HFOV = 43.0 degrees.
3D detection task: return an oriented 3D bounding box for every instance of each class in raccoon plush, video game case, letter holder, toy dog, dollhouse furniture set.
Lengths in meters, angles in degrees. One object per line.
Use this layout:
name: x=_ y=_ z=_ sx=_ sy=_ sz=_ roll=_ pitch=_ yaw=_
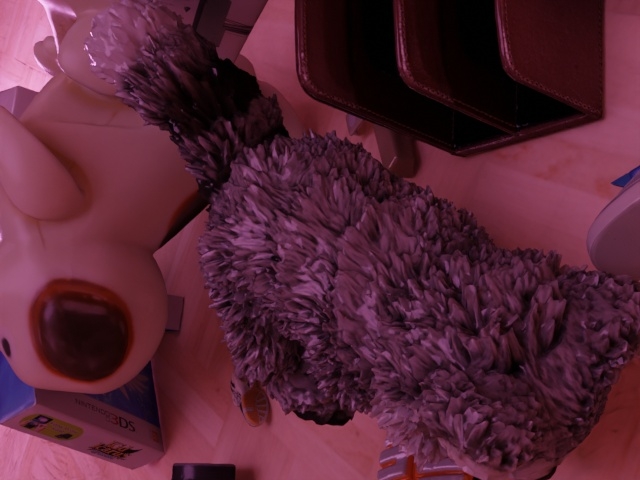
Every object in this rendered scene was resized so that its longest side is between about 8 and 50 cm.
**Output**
raccoon plush: x=0.000 y=0.000 z=0.557 sx=0.216 sy=0.446 sz=0.299 roll=-56 pitch=13 yaw=-13
video game case: x=-0.312 y=0.139 z=1.056 sx=0.061 sy=0.244 sz=0.269 roll=-27 pitch=55 yaw=13
letter holder: x=0.106 y=-0.251 z=0.667 sx=0.152 sy=0.215 sz=0.301 roll=-12 pitch=69 yaw=50
toy dog: x=-0.241 y=-0.033 z=0.906 sx=0.284 sy=0.396 sz=0.407 roll=-24 pitch=48 yaw=67
dollhouse furniture set: x=0.040 y=-0.103 z=0.826 sx=0.081 sy=0.091 sz=0.114 roll=131 pitch=135 yaw=-53

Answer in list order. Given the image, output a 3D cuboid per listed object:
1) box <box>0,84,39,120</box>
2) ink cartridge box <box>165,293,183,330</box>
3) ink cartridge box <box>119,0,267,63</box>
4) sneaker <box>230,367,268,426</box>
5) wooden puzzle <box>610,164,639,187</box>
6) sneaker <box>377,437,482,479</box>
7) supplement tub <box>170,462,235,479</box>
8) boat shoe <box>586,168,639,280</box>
box: x=-0.423 y=-0.036 z=1.255 sx=0.168 sy=0.215 sz=0.345 roll=5 pitch=83 yaw=53
ink cartridge box: x=-0.226 y=0.101 z=1.130 sx=0.083 sy=0.028 sz=0.048 roll=-8 pitch=72 yaw=51
ink cartridge box: x=-0.091 y=-0.295 z=0.694 sx=0.289 sy=0.122 sz=0.211 roll=152 pitch=128 yaw=-70
sneaker: x=-0.082 y=0.183 z=0.927 sx=0.083 sy=0.032 sz=0.037 roll=-113 pitch=37 yaw=-45
wooden puzzle: x=0.258 y=-0.017 z=0.565 sx=0.078 sy=0.014 sz=0.116 roll=-44 pitch=48 yaw=29
sneaker: x=0.097 y=0.223 z=0.643 sx=0.084 sy=0.083 sz=0.214 roll=-15 pitch=48 yaw=33
supplement tub: x=-0.130 y=0.341 z=0.871 sx=0.106 sy=0.106 sz=0.197 roll=-17 pitch=65 yaw=48
boat shoe: x=0.268 y=-0.059 z=0.517 sx=0.227 sy=0.079 sz=0.081 roll=-40 pitch=24 yaw=28
